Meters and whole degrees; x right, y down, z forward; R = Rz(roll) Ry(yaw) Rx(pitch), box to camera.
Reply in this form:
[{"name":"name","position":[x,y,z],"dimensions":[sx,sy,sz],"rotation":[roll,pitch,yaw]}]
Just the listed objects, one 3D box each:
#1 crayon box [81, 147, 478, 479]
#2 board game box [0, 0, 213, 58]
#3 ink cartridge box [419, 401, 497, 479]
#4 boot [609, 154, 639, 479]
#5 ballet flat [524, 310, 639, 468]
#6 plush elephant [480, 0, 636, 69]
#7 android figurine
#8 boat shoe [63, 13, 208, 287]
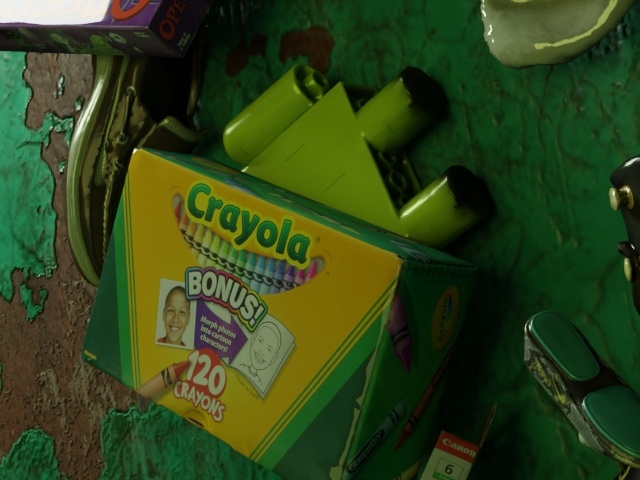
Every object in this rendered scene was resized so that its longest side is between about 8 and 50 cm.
[{"name":"crayon box","position":[-0.037,0.051,1.057],"dimensions":[0.278,0.081,0.165],"rotation":[23,101,42]},{"name":"board game box","position":[-0.192,-0.249,1.271],"dimensions":[0.347,0.056,0.208],"rotation":[8,70,44]},{"name":"ink cartridge box","position":[0.078,0.158,0.988],"dimensions":[0.029,0.115,0.063],"rotation":[22,140,9]},{"name":"boot","position":[0.200,0.103,0.864],"dimensions":[0.377,0.138,0.284],"rotation":[-18,69,53]},{"name":"ballet flat","position":[0.144,0.086,0.813],"dimensions":[0.041,0.041,0.114],"rotation":[-58,43,25]},{"name":"plush elephant","position":[0.102,-0.256,0.916],"dimensions":[0.255,0.330,0.272],"rotation":[126,144,-58]},{"name":"android figurine","position":[0.000,0.000,1.123],"dimensions":[0.273,0.056,0.248],"rotation":[-37,63,35]},{"name":"boat shoe","position":[-0.141,-0.085,1.241],"dimensions":[0.095,0.095,0.257],"rotation":[6,92,39]}]
